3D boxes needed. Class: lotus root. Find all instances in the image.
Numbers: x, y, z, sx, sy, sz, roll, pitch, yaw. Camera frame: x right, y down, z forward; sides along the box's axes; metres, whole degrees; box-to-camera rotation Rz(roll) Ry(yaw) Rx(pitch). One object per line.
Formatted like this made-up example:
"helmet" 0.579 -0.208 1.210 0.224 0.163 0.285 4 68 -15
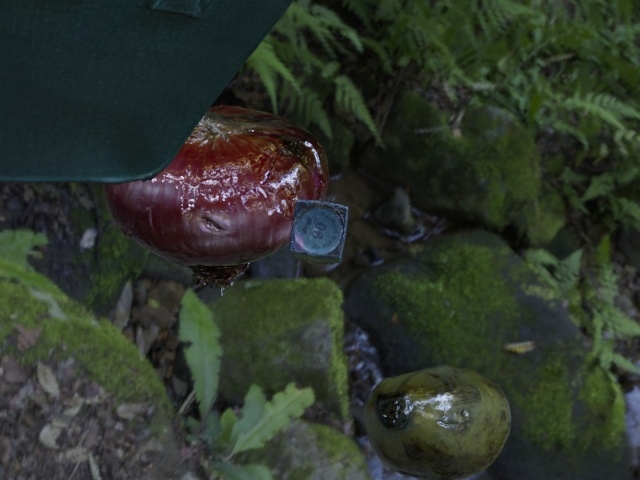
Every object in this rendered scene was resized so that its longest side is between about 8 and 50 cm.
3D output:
"lotus root" 0.084 0.133 0.692 0.179 0.089 0.081 20 56 -62

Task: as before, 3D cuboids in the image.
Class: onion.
"onion" -0.156 -0.058 1.470 0.347 0.286 0.348 1 26 0

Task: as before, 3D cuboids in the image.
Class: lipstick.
"lipstick" 0.000 0.000 1.016 0.051 0.312 0.051 6 86 1

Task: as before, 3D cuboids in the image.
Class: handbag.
"handbag" -0.169 -0.132 0.512 0.326 0.238 0.089 -2 56 -52
